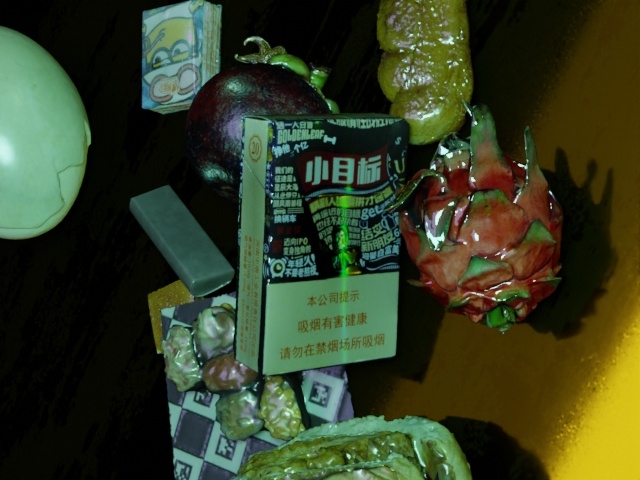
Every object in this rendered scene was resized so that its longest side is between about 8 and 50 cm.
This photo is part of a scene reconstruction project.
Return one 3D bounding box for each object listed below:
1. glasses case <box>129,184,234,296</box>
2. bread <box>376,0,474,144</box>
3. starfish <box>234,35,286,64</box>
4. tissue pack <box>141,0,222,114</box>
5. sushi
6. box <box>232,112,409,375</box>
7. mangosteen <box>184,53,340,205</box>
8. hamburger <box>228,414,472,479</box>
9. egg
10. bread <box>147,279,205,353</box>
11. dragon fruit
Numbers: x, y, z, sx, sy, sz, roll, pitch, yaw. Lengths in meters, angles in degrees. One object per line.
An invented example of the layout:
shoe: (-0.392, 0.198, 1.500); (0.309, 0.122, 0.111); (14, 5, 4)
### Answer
glasses case: (-0.202, -0.001, 1.718); (0.191, 0.072, 0.042); (50, 152, 30)
bread: (0.131, -0.289, 1.533); (0.124, 0.084, 0.344); (-6, 79, 10)
starfish: (-0.080, -0.254, 1.700); (0.078, 0.028, 0.091); (-39, 66, 29)
tissue pack: (-0.206, -0.273, 1.763); (0.115, 0.065, 0.155); (-6, 79, 34)
sushi: (-0.102, 0.206, 1.602); (0.294, 0.059, 0.292); (-13, 78, 24)
box: (0.000, 0.000, 1.463); (0.084, 0.198, 0.310); (19, 109, 56)
mangosteen: (-0.072, -0.147, 1.568); (0.216, 0.216, 0.216); (-6, 80, 33)
hamburger: (0.030, 0.365, 1.417); (0.318, 0.195, 0.277); (-10, 91, 28)
egg: (-0.489, -0.150, 1.807); (0.278, 0.278, 0.336); (-33, 66, 25)
bread: (-0.205, 0.108, 1.722); (0.090, 0.035, 0.094); (-22, 71, 29)
dragon fruit: (0.185, -0.025, 1.387); (0.192, 0.193, 0.274); (-12, 86, 17)
